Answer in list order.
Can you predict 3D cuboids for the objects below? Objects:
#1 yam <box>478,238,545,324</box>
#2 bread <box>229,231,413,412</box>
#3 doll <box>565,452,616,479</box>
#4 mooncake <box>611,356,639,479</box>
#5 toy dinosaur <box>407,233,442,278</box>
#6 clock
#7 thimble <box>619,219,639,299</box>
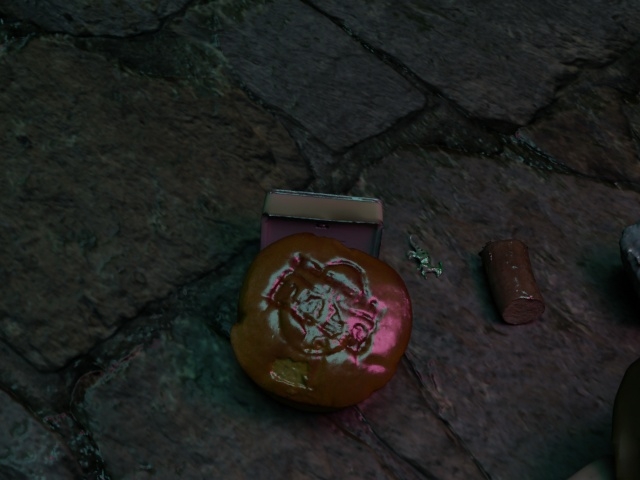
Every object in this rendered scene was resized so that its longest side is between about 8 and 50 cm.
[{"bbox_3d":[0.315,0.065,1.447,0.084,0.084,0.127,-5,53,-7],"label":"yam"},{"bbox_3d":[-0.001,0.124,1.318,0.270,0.148,0.269,1,72,-2],"label":"bread"},{"bbox_3d":[0.394,0.442,1.110,0.226,0.215,0.370,-11,58,-11],"label":"doll"},{"bbox_3d":[0.593,0.256,1.026,0.467,0.262,0.467,9,56,-13],"label":"mooncake"},{"bbox_3d":[0.179,0.027,1.498,0.062,0.021,0.083,11,59,-5],"label":"toy dinosaur"},{"bbox_3d":[0.000,0.000,1.427,0.192,0.147,0.071,5,41,0],"label":"clock"},{"bbox_3d":[0.586,0.034,1.411,0.235,0.198,0.143,0,58,-26],"label":"thimble"}]
